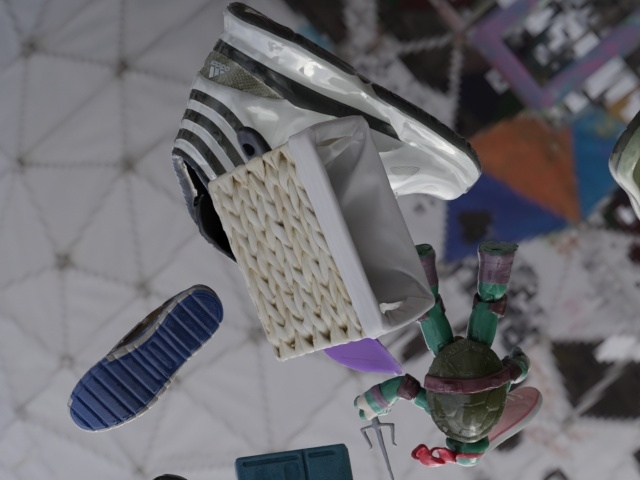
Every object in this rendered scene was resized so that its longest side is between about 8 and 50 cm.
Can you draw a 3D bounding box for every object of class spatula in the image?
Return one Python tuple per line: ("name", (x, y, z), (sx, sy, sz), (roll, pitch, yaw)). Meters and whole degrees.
("spatula", (-0.011, 0.016, 1.682), (0.030, 0.084, 0.296), (-48, -55, -37))

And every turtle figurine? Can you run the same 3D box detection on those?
("turtle figurine", (0.129, 0.121, 1.703), (0.118, 0.175, 0.234), (-155, 62, -64))

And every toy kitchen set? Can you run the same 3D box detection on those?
("toy kitchen set", (-0.014, 0.288, 1.828), (0.166, 0.122, 0.207), (93, 168, -61))

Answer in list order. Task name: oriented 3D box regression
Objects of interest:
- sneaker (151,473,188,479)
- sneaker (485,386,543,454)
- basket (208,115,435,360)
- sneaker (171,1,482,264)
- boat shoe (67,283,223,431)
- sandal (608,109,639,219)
("sneaker", (-0.166, 0.323, 1.565), (0.106, 0.101, 0.267), (23, -116, -28))
("sneaker", (0.188, 0.183, 2.020), (0.051, 0.134, 0.070), (1, 120, 56))
("basket", (0.000, 0.000, 1.418), (0.113, 0.103, 0.167), (-21, -89, -64))
("sneaker", (-0.012, -0.079, 2.109), (0.447, 0.257, 0.169), (26, -174, -46))
("boat shoe", (-0.165, 0.113, 1.754), (0.066, 0.183, 0.066), (51, -178, -12))
("sandal", (0.401, -0.065, 2.022), (0.086, 0.120, 0.303), (29, -177, 28))
